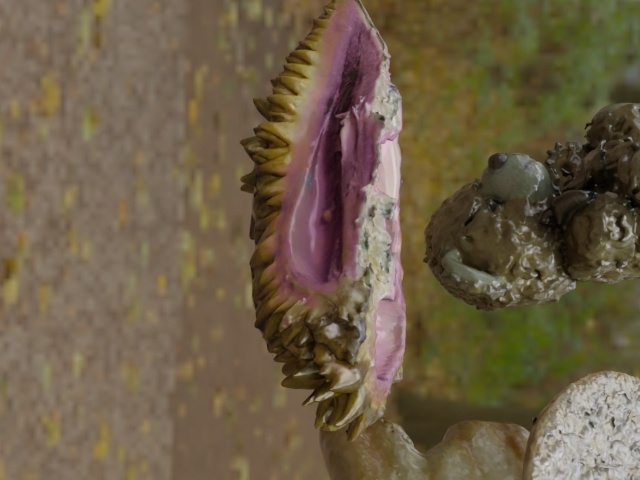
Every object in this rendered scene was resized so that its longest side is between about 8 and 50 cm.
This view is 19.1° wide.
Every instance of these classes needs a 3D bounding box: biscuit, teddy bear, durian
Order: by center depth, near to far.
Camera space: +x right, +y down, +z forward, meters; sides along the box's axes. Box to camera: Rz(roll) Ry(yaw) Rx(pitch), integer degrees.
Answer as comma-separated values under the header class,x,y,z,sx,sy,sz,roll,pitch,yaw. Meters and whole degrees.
class,x,y,z,sx,sy,sz,roll,pitch,yaw
biscuit,0.185,0.154,1.195,0.020,0.152,0.152,-20,-118,54
durian,0.001,0.001,1.268,0.191,0.112,0.341,87,3,-48
teddy bear,0.216,-0.020,1.717,0.267,0.256,0.156,-79,159,-74
biscuit,0.129,0.260,1.868,0.291,0.237,0.062,-115,-148,-60
